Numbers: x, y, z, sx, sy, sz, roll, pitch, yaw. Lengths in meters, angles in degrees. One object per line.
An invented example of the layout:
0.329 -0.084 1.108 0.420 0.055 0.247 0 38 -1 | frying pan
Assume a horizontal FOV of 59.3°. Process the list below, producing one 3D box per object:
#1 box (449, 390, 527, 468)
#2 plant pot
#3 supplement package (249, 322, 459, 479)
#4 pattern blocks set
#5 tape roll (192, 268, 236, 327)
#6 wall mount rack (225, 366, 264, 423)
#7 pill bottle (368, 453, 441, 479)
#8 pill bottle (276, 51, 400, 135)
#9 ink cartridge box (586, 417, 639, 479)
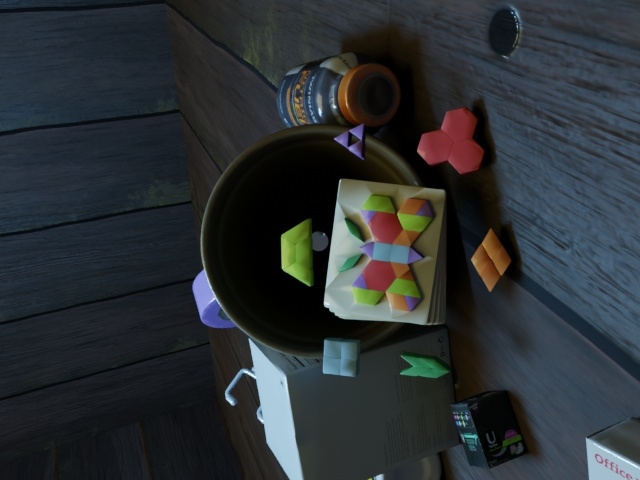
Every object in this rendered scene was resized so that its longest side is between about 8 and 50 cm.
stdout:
0.220 0.248 0.741 0.052 0.062 0.083 132 124 -67 | box
0.000 0.000 0.893 0.280 0.323 0.323 -71 -31 -89 | plant pot
0.049 0.239 0.902 0.198 0.263 0.199 -162 62 -67 | supplement package
0.086 0.014 0.702 0.026 0.285 0.324 -10 -87 -74 | pattern blocks set
-0.181 0.123 1.437 0.275 0.275 0.090 111 142 -57 | tape roll
-0.073 0.459 1.431 0.304 0.130 0.350 23 161 31 | wall mount rack
0.117 0.390 1.022 0.208 0.119 0.119 165 92 -70 | pill bottle
0.028 -0.222 0.878 0.246 0.130 0.130 -154 54 -65 | pill bottle
0.308 0.256 0.508 0.109 0.063 0.150 -166 64 -68 | ink cartridge box
